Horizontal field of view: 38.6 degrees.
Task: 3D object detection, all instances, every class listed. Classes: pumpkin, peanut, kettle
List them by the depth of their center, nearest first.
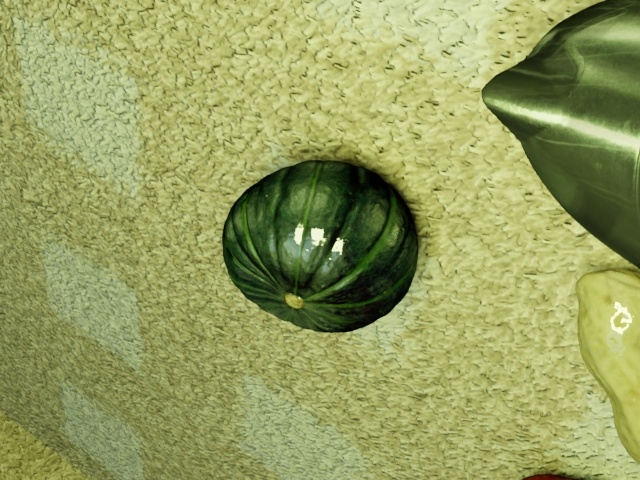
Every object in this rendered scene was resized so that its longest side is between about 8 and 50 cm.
[{"bbox_3d":[0.314,-0.088,0.699,0.324,0.320,0.228,-139,49,-58],"label":"kettle"},{"bbox_3d":[0.364,0.143,1.010,0.123,0.123,0.257,-9,112,45],"label":"peanut"},{"bbox_3d":[0.000,0.000,1.146,0.249,0.216,0.250,2,142,1],"label":"pumpkin"}]

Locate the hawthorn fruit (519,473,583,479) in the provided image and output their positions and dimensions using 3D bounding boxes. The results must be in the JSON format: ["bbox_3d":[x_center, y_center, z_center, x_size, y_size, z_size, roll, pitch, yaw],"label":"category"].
[{"bbox_3d":[0.327,0.454,1.186,0.275,0.300,0.275,6,116,13],"label":"hawthorn fruit"}]
